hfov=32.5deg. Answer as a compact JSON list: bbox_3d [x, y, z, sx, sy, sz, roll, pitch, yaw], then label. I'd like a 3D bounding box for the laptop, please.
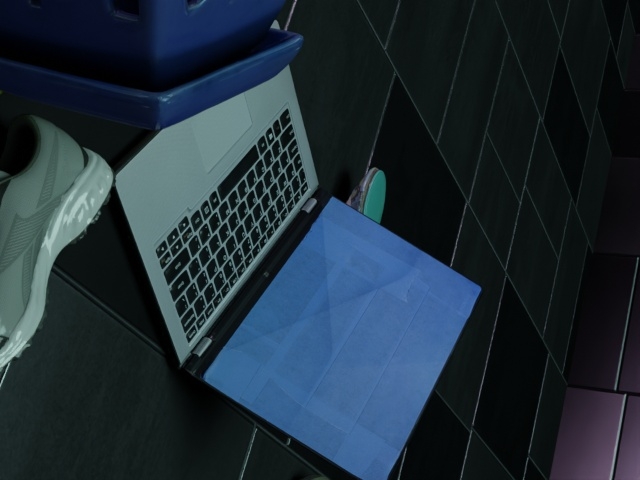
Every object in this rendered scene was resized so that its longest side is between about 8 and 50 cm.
[{"bbox_3d":[0.000,0.000,1.292,0.382,0.236,0.408,-55,140,-46],"label":"laptop"}]

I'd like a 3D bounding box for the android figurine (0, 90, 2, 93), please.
[{"bbox_3d":[-0.257,-0.250,0.945,0.273,0.056,0.248,-67,147,-29],"label":"android figurine"}]

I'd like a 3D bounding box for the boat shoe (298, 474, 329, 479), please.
[{"bbox_3d":[-0.006,0.498,1.472,0.132,0.130,0.355,33,65,-60],"label":"boat shoe"}]

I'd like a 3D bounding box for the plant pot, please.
[{"bbox_3d":[-0.147,-0.221,0.868,0.236,0.236,0.212,-37,135,-51],"label":"plant pot"}]

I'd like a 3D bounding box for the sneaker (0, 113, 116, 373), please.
[{"bbox_3d":[-0.276,0.010,0.925,0.108,0.100,0.272,48,47,-37],"label":"sneaker"}]

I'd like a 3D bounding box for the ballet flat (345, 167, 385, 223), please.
[{"bbox_3d":[0.051,-0.015,1.580,0.070,0.070,0.188,36,58,-59],"label":"ballet flat"}]
